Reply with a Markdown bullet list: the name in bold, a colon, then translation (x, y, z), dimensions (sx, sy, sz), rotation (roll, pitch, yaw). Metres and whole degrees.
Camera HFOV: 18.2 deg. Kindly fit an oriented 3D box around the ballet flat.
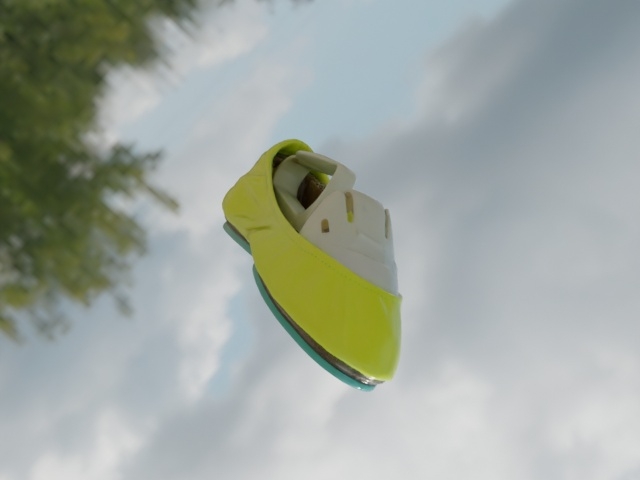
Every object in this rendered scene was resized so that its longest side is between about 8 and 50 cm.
- **ballet flat**: translation (0.000, 0.000, 1.069), dimensions (0.077, 0.077, 0.231), rotation (-57, -156, 9)
